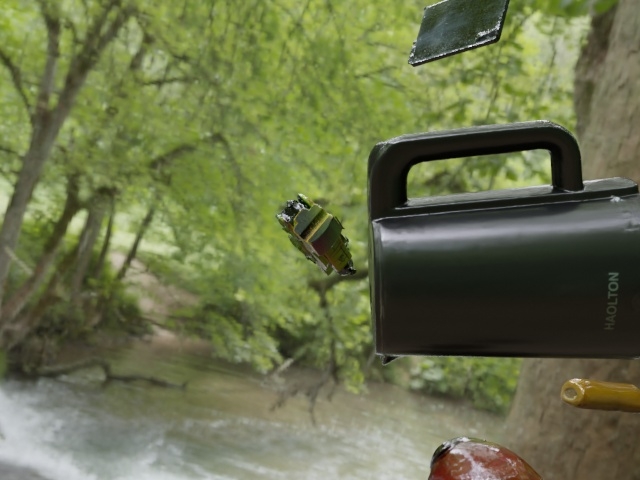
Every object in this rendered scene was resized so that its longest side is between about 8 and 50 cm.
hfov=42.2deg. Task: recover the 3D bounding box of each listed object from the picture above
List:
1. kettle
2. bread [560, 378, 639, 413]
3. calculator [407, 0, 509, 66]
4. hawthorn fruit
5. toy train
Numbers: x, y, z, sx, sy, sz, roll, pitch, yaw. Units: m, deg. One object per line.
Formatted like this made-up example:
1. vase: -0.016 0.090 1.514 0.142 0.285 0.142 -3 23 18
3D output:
1. kettle: 0.209 0.021 0.950 0.307 0.262 0.203 -2 47 1
2. bread: 0.736 0.401 2.144 0.239 0.074 0.092 9 0 -25
3. calculator: 0.303 -0.471 1.798 0.021 0.161 0.261 28 -19 -34
4. hawthorn fruit: 0.306 0.460 1.452 0.215 0.215 0.249 12 -1 -36
5. toy train: 0.000 0.000 1.987 0.160 0.100 0.296 37 -8 30
